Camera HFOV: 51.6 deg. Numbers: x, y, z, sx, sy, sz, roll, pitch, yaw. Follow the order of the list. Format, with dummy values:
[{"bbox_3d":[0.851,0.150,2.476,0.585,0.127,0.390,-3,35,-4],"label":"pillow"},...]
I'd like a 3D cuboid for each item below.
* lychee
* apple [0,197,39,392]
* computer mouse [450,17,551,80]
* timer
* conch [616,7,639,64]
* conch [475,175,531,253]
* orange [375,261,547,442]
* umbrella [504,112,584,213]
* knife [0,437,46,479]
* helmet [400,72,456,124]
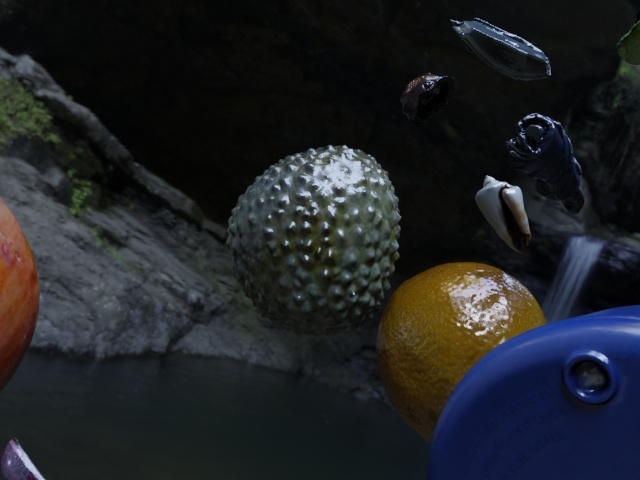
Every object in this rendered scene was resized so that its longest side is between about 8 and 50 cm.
[{"bbox_3d":[0.000,0.000,0.910,0.255,0.255,0.274,28,29,-50],"label":"lychee"},{"bbox_3d":[-0.393,0.097,0.675,0.292,0.251,0.163,-13,-51,31],"label":"apple"},{"bbox_3d":[0.360,-0.380,1.341,0.231,0.071,0.126,25,32,-1],"label":"computer mouse"},{"bbox_3d":[0.283,0.156,0.516,0.270,0.271,0.383,18,18,34],"label":"timer"},{"bbox_3d":[0.578,-0.369,1.179,0.079,0.095,0.201,8,-18,14],"label":"conch"},{"bbox_3d":[0.395,-0.059,1.418,0.094,0.176,0.104,6,-23,-44],"label":"conch"},{"bbox_3d":[0.198,0.157,0.892,0.264,0.264,0.264,21,-5,2],"label":"orange"},{"bbox_3d":[0.284,-0.088,0.808,0.071,0.071,0.248,18,-1,34],"label":"umbrella"},{"bbox_3d":[-0.178,0.271,0.579,0.278,0.053,0.123,33,-35,4],"label":"knife"},{"bbox_3d":[0.219,-0.308,1.394,0.070,0.123,0.098,46,8,30],"label":"helmet"}]
